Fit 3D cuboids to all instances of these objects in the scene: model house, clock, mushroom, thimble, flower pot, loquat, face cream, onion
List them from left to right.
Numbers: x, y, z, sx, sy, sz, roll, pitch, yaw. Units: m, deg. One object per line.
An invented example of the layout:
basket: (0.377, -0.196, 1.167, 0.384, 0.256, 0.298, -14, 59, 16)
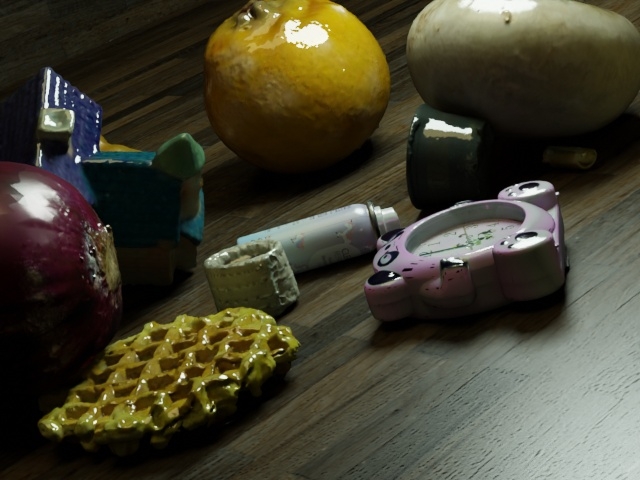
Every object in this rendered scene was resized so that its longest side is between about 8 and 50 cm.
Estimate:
onion: (-0.407, 0.026, 1.719, 0.282, 0.260, 0.336, -10, 29, 11)
model house: (-0.324, -0.101, 1.997, 0.312, 0.280, 0.245, 2, 53, -3)
thimble: (-0.094, 0.056, 1.848, 0.115, 0.090, 0.102, -2, 22, 40)
loquat: (-0.042, -0.269, 2.335, 0.329, 0.328, 0.328, -15, 20, 6)
face cream: (0.000, 0.000, 1.933, 0.229, 0.075, 0.075, -17, 20, 3)
flower pot: (0.196, -0.120, 2.001, 0.107, 0.157, 0.157, 4, 26, 17)
clock: (0.185, 0.020, 1.717, 0.248, 0.090, 0.227, -13, 20, 15)
mushroom: (0.315, -0.303, 2.078, 0.362, 0.294, 0.362, 7, -4, 0)

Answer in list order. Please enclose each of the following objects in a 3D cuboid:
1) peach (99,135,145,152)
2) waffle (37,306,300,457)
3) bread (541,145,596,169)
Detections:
peach: (-0.360, -0.099, 2.301, 0.251, 0.153, 0.251, 22, 6, -2)
waffle: (-0.191, 0.169, 1.665, 0.325, 0.068, 0.302, -30, 23, -26)
bread: (0.368, -0.122, 2.011, 0.049, 0.033, 0.088, -16, 19, -43)
